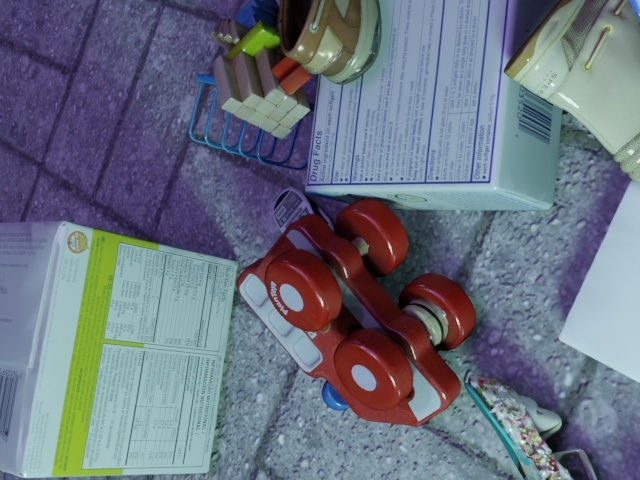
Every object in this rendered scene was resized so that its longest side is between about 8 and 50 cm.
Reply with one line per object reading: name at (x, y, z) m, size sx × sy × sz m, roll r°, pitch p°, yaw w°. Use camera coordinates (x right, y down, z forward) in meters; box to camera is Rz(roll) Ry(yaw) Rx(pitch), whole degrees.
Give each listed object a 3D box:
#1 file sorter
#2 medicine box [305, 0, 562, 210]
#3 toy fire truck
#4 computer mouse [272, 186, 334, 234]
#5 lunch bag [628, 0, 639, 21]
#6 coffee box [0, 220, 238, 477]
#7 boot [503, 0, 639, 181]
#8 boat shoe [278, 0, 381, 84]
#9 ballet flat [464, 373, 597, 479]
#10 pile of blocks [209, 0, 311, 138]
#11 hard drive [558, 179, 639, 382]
file sorter at (-0.102, -0.179, 1.323) m, size 0.170 × 0.118 × 0.104 m, roll 21°, pitch 99°, yaw 40°
medicine box at (0.142, -0.177, 1.098) m, size 0.289 × 0.149 × 0.263 m, roll 2°, pitch 83°, yaw 41°
toy fire truck at (0.034, 0.112, 1.120) m, size 0.302 × 0.169 × 0.254 m, roll 49°, pitch 144°, yaw 6°
computer mouse at (0.000, 0.000, 1.258) m, size 0.106 × 0.042 × 0.193 m, roll -49°, pitch 61°, yaw 28°
lunch bag at (0.455, -0.157, 0.803) m, size 0.221 × 0.138 × 0.293 m, roll -7°, pitch 119°, yaw 49°
coffee box at (-0.374, 0.165, 1.344) m, size 0.337 × 0.334 × 0.338 m, roll 1°, pitch 81°, yaw 41°
boot at (0.348, -0.205, 0.959) m, size 0.203 × 0.262 × 0.095 m, roll 42°, pitch 153°, yaw 3°
boat shoe at (-0.001, -0.355, 1.063) m, size 0.122 × 0.120 × 0.324 m, roll -23°, pitch 66°, yaw 50°
ballet flat at (0.255, 0.244, 0.988) m, size 0.077 × 0.091 × 0.241 m, roll -30°, pitch 65°, yaw -2°
pile of blocks at (-0.054, -0.291, 1.209) m, size 0.112 × 0.149 × 0.362 m, roll -39°, pitch 24°, yaw 29°
hard drive at (0.421, 0.081, 0.892) m, size 0.307 × 0.040 × 0.203 m, roll 29°, pitch 101°, yaw 39°
